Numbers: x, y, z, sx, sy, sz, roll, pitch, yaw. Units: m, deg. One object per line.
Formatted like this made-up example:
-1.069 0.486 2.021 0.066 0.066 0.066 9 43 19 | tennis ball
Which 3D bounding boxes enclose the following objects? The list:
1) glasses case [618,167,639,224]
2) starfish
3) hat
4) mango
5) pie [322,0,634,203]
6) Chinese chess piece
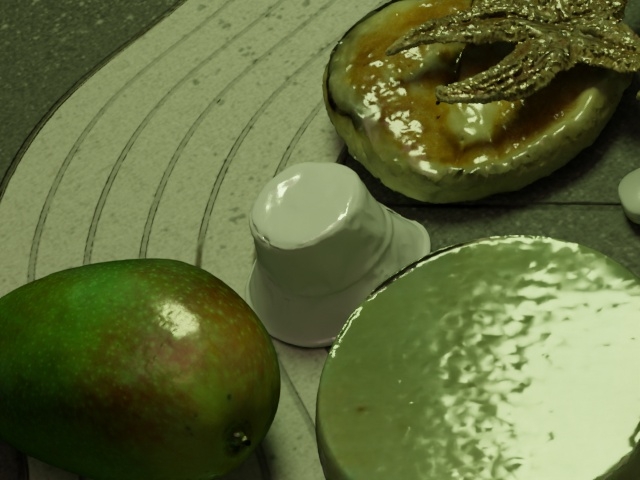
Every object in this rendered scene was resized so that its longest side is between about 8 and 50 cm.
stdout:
0.380 -0.062 1.954 0.164 0.041 0.063 -19 49 3 | glasses case
0.241 -0.241 2.056 0.299 0.060 0.302 10 55 23 | starfish
0.000 0.000 1.979 0.203 0.126 0.203 -12 50 14 | hat
-0.202 0.122 1.902 0.382 0.201 0.225 9 76 38 | mango
0.170 -0.175 2.104 0.339 0.077 0.339 -5 50 6 | pie
0.169 0.160 1.771 0.349 0.146 0.349 -10 49 12 | Chinese chess piece
